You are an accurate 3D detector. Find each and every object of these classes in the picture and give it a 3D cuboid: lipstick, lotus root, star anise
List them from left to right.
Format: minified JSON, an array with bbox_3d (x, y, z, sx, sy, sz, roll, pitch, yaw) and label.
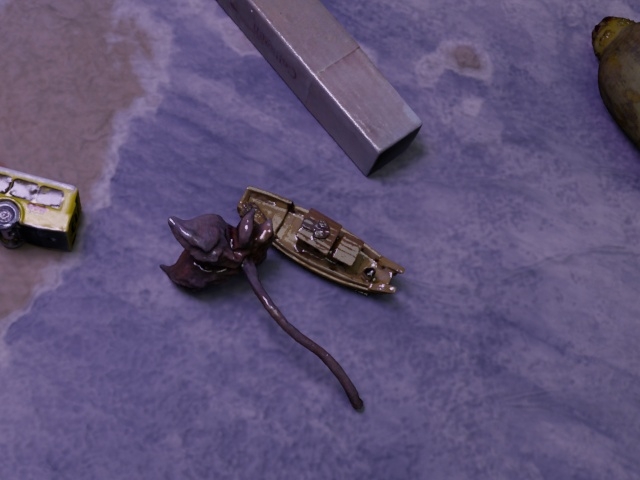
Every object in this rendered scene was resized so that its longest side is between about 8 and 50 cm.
[{"bbox_3d":[-0.068,0.087,0.967,0.218,0.148,0.227,13,46,-52],"label":"star anise"},{"bbox_3d":[-0.026,-0.249,1.106,0.080,0.076,0.371,-35,80,-21],"label":"lipstick"},{"bbox_3d":[0.457,-0.176,1.133,0.173,0.173,0.309,-31,71,-18],"label":"lotus root"}]

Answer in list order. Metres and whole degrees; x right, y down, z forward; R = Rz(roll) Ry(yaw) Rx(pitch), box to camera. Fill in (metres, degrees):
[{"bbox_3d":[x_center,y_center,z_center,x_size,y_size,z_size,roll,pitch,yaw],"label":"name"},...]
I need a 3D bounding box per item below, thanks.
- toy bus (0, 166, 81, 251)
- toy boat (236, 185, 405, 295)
[{"bbox_3d":[-0.378,-0.046,0.969,0.226,0.081,0.074,14,70,-5],"label":"toy bus"},{"bbox_3d":[0.000,0.000,1.025,0.206,0.072,0.064,27,70,1],"label":"toy boat"}]
